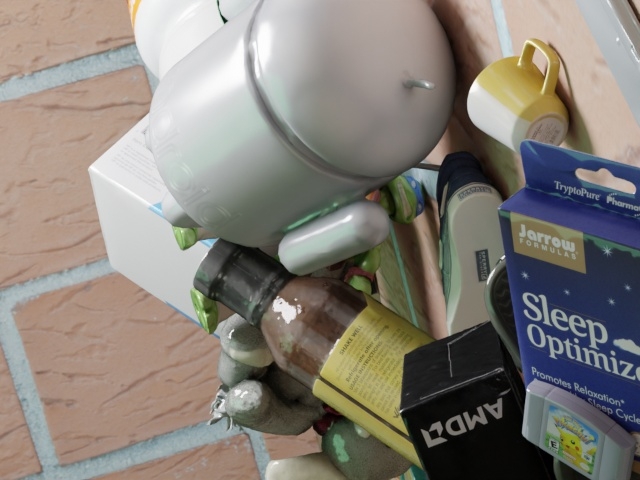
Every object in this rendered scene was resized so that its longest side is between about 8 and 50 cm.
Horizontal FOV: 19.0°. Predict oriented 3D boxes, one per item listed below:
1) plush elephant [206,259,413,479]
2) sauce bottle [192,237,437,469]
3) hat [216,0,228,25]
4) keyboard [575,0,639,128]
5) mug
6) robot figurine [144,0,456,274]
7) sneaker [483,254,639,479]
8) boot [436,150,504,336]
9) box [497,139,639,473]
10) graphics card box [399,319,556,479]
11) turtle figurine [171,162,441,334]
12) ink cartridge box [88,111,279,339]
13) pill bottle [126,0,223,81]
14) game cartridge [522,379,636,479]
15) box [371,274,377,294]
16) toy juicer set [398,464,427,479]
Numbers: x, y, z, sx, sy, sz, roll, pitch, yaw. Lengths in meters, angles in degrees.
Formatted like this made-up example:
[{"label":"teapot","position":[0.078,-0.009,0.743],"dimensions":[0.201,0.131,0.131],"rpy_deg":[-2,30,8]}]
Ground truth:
[{"label":"plush elephant","position":[0.024,0.166,2.120],"dimensions":[0.255,0.272,0.330],"rpy_deg":[32,136,8]},{"label":"sauce bottle","position":[0.036,0.108,1.798],"dimensions":[0.344,0.111,0.111],"rpy_deg":[35,162,12]},{"label":"hat","position":[0.003,-0.268,1.841],"dimensions":[0.173,0.208,0.183],"rpy_deg":[42,140,7]},{"label":"keyboard","position":[0.165,-0.180,1.225],"dimensions":[0.072,0.014,0.256],"rpy_deg":[75,175,-57]},{"label":"mug","position":[0.145,-0.097,1.372],"dimensions":[0.064,0.062,0.078],"rpy_deg":[53,166,50]},{"label":"robot figurine","position":[-0.017,-0.119,1.708],"dimensions":[0.353,0.200,0.300],"rpy_deg":[-32,71,47]},{"label":"sneaker","position":[0.191,0.104,1.397],"dimensions":[0.227,0.087,0.130],"rpy_deg":[62,-168,-4]},{"label":"boot","position":[0.138,0.017,1.699],"dimensions":[0.086,0.069,0.190],"rpy_deg":[-104,10,-57]},{"label":"box","position":[0.184,0.050,1.229],"dimensions":[0.136,0.036,0.225],"rpy_deg":[18,131,40]},{"label":"graphics card box","position":[0.172,0.259,1.505],"dimensions":[0.233,0.094,0.371],"rpy_deg":[-67,-45,-81]},{"label":"turtle figurine","position":[0.000,0.000,1.905],"dimensions":[0.274,0.266,0.198],"rpy_deg":[-118,15,-46]},{"label":"ink cartridge box","position":[-0.095,-0.064,2.207],"dimensions":[0.198,0.270,0.197],"rpy_deg":[32,151,24]},{"label":"pill bottle","position":[-0.106,-0.295,2.089],"dimensions":[0.224,0.224,0.392],"rpy_deg":[83,174,-51]},{"label":"game cartridge","position":[0.170,0.129,1.269],"dimensions":[0.083,0.017,0.056],"rpy_deg":[30,138,28]},{"label":"box","position":[-0.008,-0.074,2.500],"dimensions":[0.169,0.087,0.290],"rpy_deg":[-117,13,-56]},{"label":"toy juicer set","position":[0.130,0.348,2.373],"dimensions":[0.209,0.089,0.329],"rpy_deg":[82,169,-47]}]
